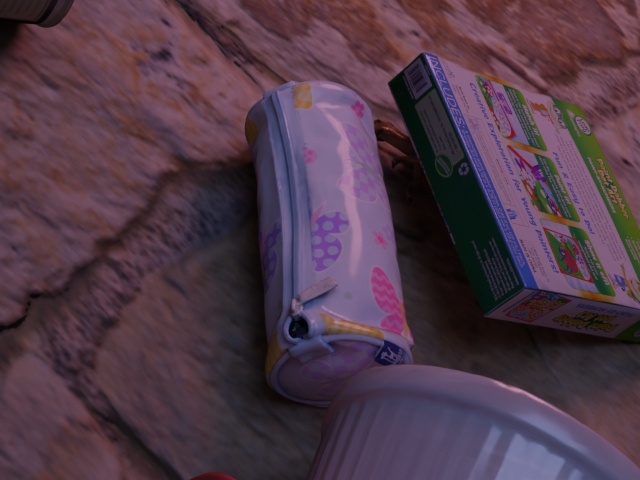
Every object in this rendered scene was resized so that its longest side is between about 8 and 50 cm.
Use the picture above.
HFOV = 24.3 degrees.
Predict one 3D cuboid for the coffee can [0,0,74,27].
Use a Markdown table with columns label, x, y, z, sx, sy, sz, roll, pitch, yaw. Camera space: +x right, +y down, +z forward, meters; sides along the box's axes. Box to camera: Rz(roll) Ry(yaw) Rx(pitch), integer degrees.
| label | x | y | z | sx | sy | sz | roll | pitch | yaw |
| --- | --- | --- | --- | --- | --- | --- | --- | --- | --- |
| coffee can | -0.338 | -0.281 | 1.174 | 0.275 | 0.201 | 0.201 | 3 | 56 | -28 |

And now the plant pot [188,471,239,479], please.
| label | x | y | z | sx | sy | sz | roll | pitch | yaw |
| --- | --- | --- | --- | --- | --- | --- | --- | --- | --- |
| plant pot | -0.016 | 0.313 | 0.892 | 0.243 | 0.275 | 0.275 | 30 | 46 | -21 |

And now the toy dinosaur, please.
| label | x | y | z | sx | sy | sz | roll | pitch | yaw |
| --- | --- | --- | --- | --- | --- | --- | --- | --- | --- |
| toy dinosaur | 0.123 | -0.070 | 1.377 | 0.183 | 0.053 | 0.092 | 16 | 49 | -19 |

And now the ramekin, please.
| label | x | y | z | sx | sy | sz | roll | pitch | yaw |
| --- | --- | --- | --- | --- | --- | --- | --- | --- | --- |
| ramekin | 0.101 | 0.219 | 1.016 | 0.273 | 0.273 | 0.127 | 34 | 58 | -3 |

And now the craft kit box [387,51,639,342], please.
| label | x | y | z | sx | sy | sz | roll | pitch | yaw |
| --- | --- | --- | --- | --- | --- | --- | --- | --- | --- |
| craft kit box | 0.196 | -0.035 | 1.345 | 0.247 | 0.061 | 0.250 | 9 | 51 | -43 |

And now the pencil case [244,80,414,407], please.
| label | x | y | z | sx | sy | sz | roll | pitch | yaw |
| --- | --- | --- | --- | --- | --- | --- | --- | --- | --- |
| pencil case | 0.000 | 0.000 | 1.213 | 0.124 | 0.113 | 0.273 | 29 | 42 | -38 |
